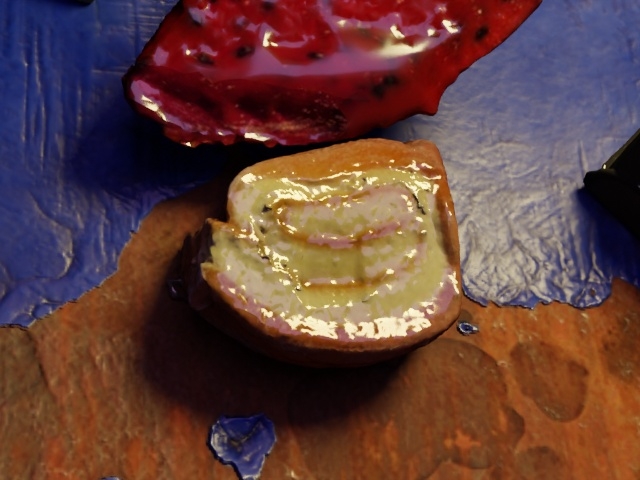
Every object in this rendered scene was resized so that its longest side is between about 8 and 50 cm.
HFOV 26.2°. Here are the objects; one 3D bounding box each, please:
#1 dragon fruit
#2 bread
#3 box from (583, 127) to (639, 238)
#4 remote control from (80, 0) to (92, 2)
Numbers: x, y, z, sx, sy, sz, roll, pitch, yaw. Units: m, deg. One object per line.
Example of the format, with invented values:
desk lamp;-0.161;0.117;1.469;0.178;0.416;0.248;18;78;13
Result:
dragon fruit;-0.040;-0.215;1.164;0.330;0.240;0.302;-36;35;-16
bread;0.002;0.012;1.113;0.244;0.123;0.190;-10;80;-14
box;0.462;-0.047;1.218;0.345;0.204;0.251;44;61;9
remote control;-0.218;-0.352;1.289;0.123;0.038;0.285;21;60;-3
